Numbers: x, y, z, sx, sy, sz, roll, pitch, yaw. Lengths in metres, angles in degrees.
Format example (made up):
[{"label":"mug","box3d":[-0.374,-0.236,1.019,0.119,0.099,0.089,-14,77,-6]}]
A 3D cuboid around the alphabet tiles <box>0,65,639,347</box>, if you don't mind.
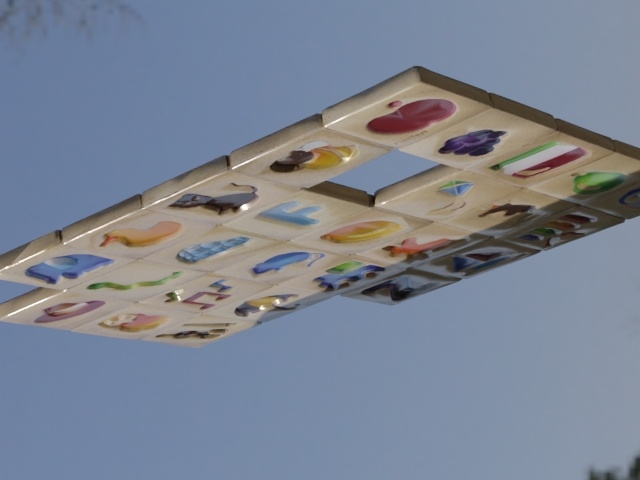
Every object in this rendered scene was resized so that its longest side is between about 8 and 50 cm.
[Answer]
[{"label":"alphabet tiles","box3d":[0.000,0.000,0.664,0.198,0.237,0.009,12,-117,-51]}]
